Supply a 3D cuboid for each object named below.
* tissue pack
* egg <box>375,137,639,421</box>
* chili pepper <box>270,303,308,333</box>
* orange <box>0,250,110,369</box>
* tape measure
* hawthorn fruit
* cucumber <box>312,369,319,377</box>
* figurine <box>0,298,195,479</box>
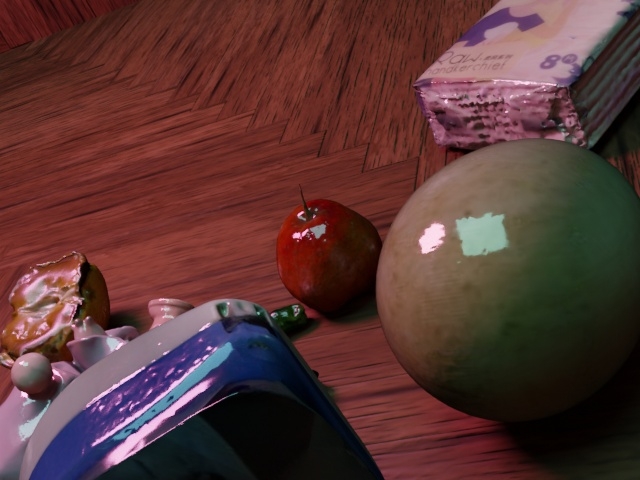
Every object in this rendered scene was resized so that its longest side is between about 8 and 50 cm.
[{"bbox_3d":[0.309,-0.250,1.144,0.242,0.125,0.343,11,47,46],"label":"tissue pack"},{"bbox_3d":[0.172,0.019,0.745,0.218,0.218,0.295,0,32,38],"label":"egg"},{"bbox_3d":[-0.065,0.109,0.969,0.118,0.035,0.055,-41,16,-31],"label":"chili pepper"},{"bbox_3d":[-0.329,0.100,1.111,0.170,0.112,0.160,-52,44,2],"label":"orange"},{"bbox_3d":[-0.081,0.194,0.642,0.262,0.259,0.138,-29,29,4],"label":"tape measure"},{"bbox_3d":[0.001,0.014,0.986,0.125,0.140,0.125,-29,50,40],"label":"hawthorn fruit"},{"bbox_3d":[-0.117,0.196,0.843,0.265,0.077,0.077,-43,34,-23],"label":"cucumber"},{"bbox_3d":[-0.220,0.166,0.864,0.276,0.200,0.133,-42,58,-11],"label":"figurine"}]
